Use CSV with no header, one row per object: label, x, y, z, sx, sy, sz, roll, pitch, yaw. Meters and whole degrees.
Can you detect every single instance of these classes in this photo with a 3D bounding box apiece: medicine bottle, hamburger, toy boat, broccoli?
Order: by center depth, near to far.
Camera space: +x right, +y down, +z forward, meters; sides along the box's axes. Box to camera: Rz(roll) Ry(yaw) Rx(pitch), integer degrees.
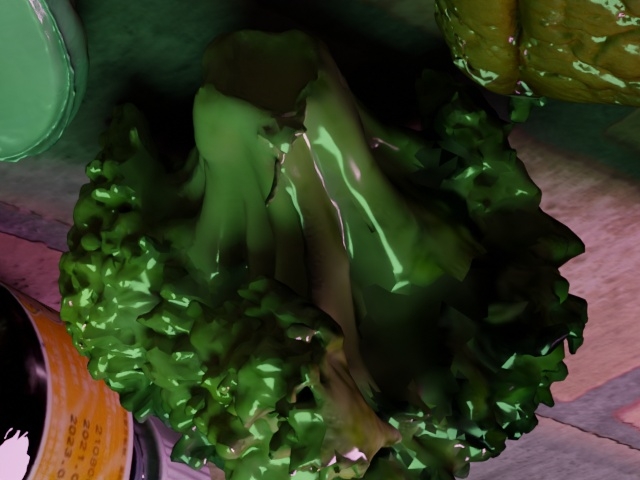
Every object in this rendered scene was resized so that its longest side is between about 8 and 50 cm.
hamburger,0.161,-0.139,0.999,0.206,0.130,0.183,-1,148,5
toy boat,-0.208,-0.134,1.062,0.134,0.078,0.207,-18,136,13
broccoli,-0.002,-0.009,1.124,0.293,0.348,0.281,-40,146,-21
medicine bottle,-0.243,0.171,1.421,0.243,0.242,0.395,-10,158,15
